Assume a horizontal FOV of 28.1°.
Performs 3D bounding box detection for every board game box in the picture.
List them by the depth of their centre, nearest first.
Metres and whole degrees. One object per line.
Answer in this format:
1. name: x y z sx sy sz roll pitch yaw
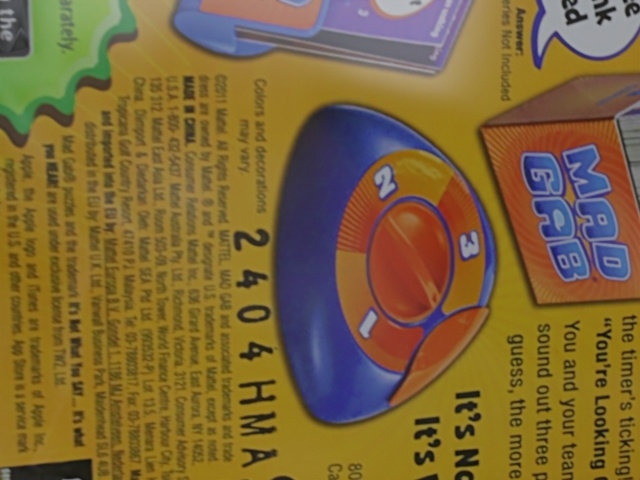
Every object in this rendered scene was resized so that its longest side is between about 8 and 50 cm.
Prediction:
1. board game box: 0.000 0.000 0.614 0.356 0.356 0.356 -3 9 -16
